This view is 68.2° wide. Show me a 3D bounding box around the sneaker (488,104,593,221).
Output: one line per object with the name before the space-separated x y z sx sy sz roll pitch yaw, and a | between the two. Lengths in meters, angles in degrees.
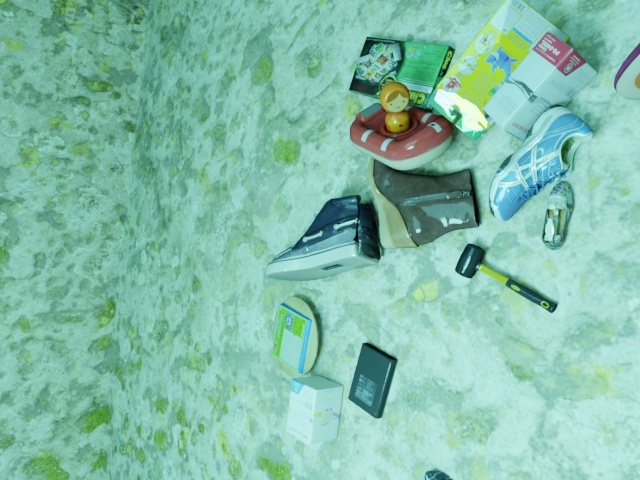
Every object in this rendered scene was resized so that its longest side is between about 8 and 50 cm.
sneaker | 0.361 -0.119 0.790 0.081 0.080 0.211 50 121 44

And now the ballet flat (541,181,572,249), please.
ballet flat | 0.388 -0.042 0.778 0.041 0.041 0.115 7 89 48

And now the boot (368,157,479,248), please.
boot | 0.211 -0.110 0.978 0.206 0.090 0.249 -18 65 30

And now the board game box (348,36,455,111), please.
board game box | 0.175 -0.386 1.080 0.259 0.030 0.136 34 106 45

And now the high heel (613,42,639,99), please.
high heel | 0.566 -0.347 0.615 0.377 0.127 0.182 -34 31 44

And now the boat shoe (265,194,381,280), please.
boat shoe | 0.000 0.000 1.157 0.340 0.127 0.158 -14 67 38

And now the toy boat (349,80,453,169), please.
toy boat | 0.158 -0.247 0.957 0.231 0.151 0.151 37 155 43

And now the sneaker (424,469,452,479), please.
sneaker | 0.234 0.484 0.857 0.135 0.052 0.058 42 118 44

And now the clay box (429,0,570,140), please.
clay box | 0.314 -0.306 0.854 0.127 0.053 0.222 43 121 6

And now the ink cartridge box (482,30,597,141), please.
ink cartridge box | 0.362 -0.248 0.788 0.150 0.109 0.063 -52 51 29

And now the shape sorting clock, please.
shape sorting clock | -0.068 0.252 1.235 0.206 0.040 0.207 -4 84 49

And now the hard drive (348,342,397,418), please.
hard drive | 0.113 0.306 1.040 0.094 0.022 0.135 21 100 48

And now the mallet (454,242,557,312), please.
mallet | 0.328 0.062 0.835 0.189 0.039 0.063 26 107 43

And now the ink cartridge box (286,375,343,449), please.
ink cartridge box | -0.015 0.405 1.115 0.092 0.089 0.143 7 90 48
